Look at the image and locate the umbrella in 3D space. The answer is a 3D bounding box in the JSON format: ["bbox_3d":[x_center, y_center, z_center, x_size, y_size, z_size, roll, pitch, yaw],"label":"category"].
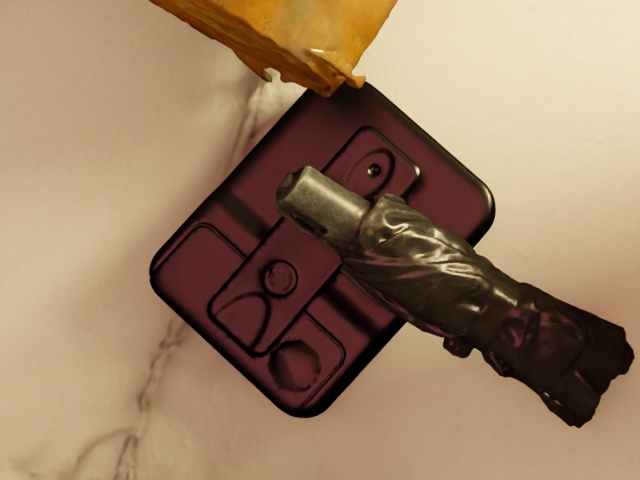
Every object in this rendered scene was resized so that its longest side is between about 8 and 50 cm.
[{"bbox_3d":[0.078,0.025,1.127,0.235,0.059,0.066,33,74,-9],"label":"umbrella"}]

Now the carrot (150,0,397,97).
[{"bbox_3d":[-0.001,-0.279,1.131,0.224,0.224,0.341,28,89,11],"label":"carrot"}]

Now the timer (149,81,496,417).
[{"bbox_3d":[0.000,0.000,1.176,0.144,0.055,0.187,42,90,12],"label":"timer"}]
